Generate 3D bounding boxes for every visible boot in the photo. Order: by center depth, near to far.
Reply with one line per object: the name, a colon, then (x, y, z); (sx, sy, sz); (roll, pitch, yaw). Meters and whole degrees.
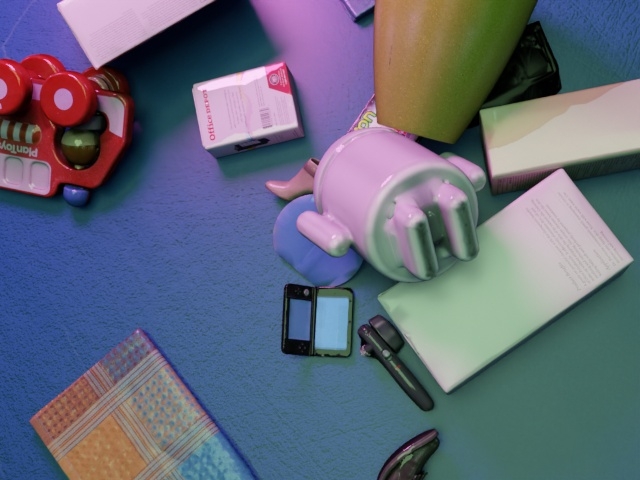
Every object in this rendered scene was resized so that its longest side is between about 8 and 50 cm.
boot: (0.172, 0.468, 1.650); (0.229, 0.091, 0.263); (40, 93, 8)
boot: (-0.029, -0.107, 1.772); (0.118, 0.042, 0.087); (22, 121, -4)

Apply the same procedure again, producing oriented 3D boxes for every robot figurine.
robot figurine: (0.112, -0.062, 1.597); (0.299, 0.353, 0.200); (-21, 118, -15)

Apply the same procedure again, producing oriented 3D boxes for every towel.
towel: (-0.308, 0.378, 1.759); (0.271, 0.040, 0.370); (-39, 75, 0)
towel: (0.060, -0.463, 1.841); (0.067, 0.029, 0.119); (-30, 77, 3)

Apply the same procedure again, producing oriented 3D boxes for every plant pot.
plant pot: (0.194, -0.317, 1.654); (0.274, 0.275, 0.294); (17, 99, 11)

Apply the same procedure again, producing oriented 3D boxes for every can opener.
can opener: (0.129, 0.213, 1.703); (0.073, 0.059, 0.186); (-37, 77, 1)

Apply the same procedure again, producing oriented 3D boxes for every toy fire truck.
toy fire truck: (-0.486, -0.197, 1.835); (0.302, 0.169, 0.254); (12, 107, 11)

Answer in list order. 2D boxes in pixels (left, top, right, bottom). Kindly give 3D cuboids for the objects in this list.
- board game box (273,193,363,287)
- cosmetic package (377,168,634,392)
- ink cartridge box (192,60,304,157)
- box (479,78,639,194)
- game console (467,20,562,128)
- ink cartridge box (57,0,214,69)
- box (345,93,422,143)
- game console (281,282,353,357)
board game box: (0.000, 0.000, 1.768); (0.168, 0.033, 0.133); (40, 112, 4)
cosmetic package: (0.299, 0.073, 1.650); (0.365, 0.155, 0.197); (-34, 76, 3)
ink cartridge box: (-0.129, -0.234, 1.811); (0.175, 0.072, 0.128); (-13, 79, 7)
box: (0.428, -0.172, 1.676); (0.311, 0.148, 0.121); (-10, 79, 6)
game console: (0.272, -0.389, 1.788); (0.213, 0.044, 0.361); (-20, 80, 5)
ink cartridge box: (-0.299, -0.447, 1.809); (0.309, 0.272, 0.130); (-30, 107, -2)
box: (0.109, -0.180, 1.782); (0.114, 0.036, 0.207); (35, 88, 13)
game console: (-0.006, 0.137, 1.731); (0.071, 0.107, 0.122); (-6, 78, 44)
